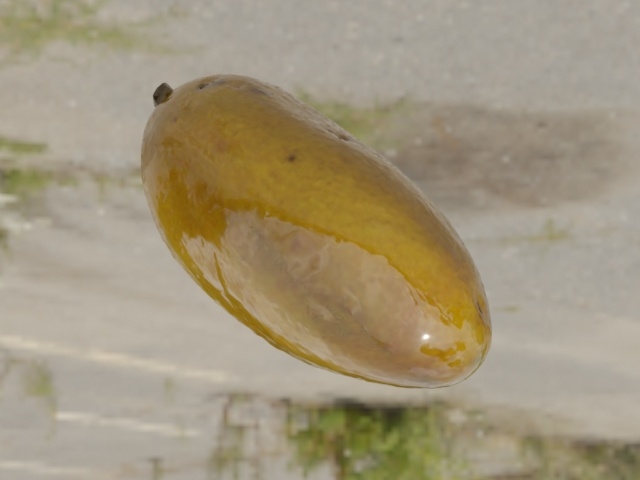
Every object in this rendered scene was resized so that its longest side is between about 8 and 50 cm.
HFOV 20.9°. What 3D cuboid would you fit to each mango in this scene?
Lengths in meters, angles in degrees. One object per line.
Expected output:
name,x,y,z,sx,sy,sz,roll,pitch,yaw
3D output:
mango,0.000,0.000,0.845,0.227,0.109,0.147,37,161,36
